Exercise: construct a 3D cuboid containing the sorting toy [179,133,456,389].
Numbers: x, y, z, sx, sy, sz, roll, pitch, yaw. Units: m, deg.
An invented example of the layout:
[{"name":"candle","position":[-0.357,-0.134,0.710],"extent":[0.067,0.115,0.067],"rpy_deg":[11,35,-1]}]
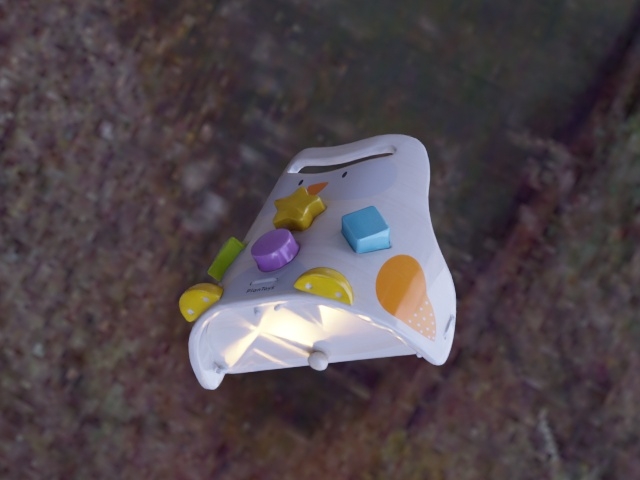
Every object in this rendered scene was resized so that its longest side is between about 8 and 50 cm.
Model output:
[{"name":"sorting toy","position":[0.000,0.000,0.485],"extent":[0.045,0.083,0.075],"rpy_deg":[53,42,-36]}]
